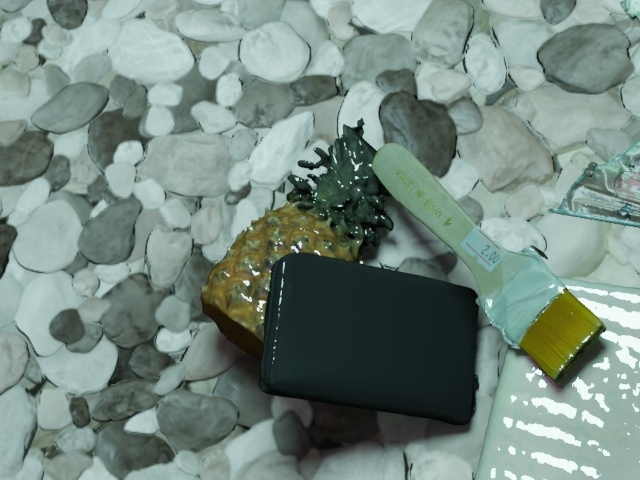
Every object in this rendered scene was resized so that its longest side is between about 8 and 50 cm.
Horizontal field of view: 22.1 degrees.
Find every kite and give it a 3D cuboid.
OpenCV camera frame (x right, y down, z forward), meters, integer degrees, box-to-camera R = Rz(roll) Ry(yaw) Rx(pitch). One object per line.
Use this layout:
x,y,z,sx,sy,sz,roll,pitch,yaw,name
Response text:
0.420,-0.121,1.690,0.406,0.014,0.368,-35,67,4,kite

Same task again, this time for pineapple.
0.000,0.000,1.729,0.158,0.158,0.278,29,72,23,pineapple

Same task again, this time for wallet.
0.056,0.099,1.643,0.250,0.044,0.149,10,78,-26,wallet

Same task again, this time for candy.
0.258,0.219,1.564,0.208,0.145,0.358,13,77,21,candy

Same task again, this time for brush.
0.148,0.006,1.602,0.085,0.020,0.336,-49,52,7,brush
